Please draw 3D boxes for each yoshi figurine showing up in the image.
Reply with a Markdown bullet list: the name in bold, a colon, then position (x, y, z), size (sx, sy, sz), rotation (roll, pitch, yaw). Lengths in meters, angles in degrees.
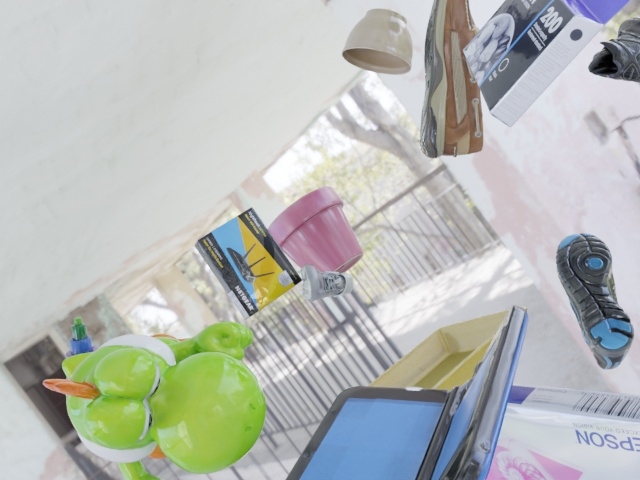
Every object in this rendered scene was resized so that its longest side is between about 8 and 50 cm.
- **yoshi figurine**: position (-0.150, 0.177, 0.720), size (0.203, 0.203, 0.362), rotation (-24, -6, -13)

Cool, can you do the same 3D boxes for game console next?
- **game console**: position (0.083, 0.198, 0.737), size (0.293, 0.173, 0.250), rotation (-47, -21, -56)

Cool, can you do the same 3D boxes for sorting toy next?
- **sorting toy**: position (-0.410, 0.215, 1.252), size (0.127, 0.126, 0.366), rotation (-12, 13, -30)

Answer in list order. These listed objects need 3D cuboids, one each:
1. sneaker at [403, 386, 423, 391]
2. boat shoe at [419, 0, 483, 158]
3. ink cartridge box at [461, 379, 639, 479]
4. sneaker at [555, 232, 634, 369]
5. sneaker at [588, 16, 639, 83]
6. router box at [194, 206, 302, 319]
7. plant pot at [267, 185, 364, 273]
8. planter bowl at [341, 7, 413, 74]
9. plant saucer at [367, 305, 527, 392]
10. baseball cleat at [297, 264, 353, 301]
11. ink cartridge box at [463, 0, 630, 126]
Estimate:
- **sneaker**: position (0.153, 0.328, 1.105), size (0.123, 0.105, 0.290), rotation (3, 13, 27)
- **boat shoe**: position (0.242, -0.302, 1.173), size (0.120, 0.323, 0.122), rotation (3, 5, 3)
- **ink cartridge box**: position (0.381, 0.368, 0.989), size (0.071, 0.330, 0.324), rotation (-30, 13, -37)
- **sneaker**: position (0.620, 0.134, 1.560), size (0.125, 0.139, 0.340), rotation (-8, 50, 13)
- **sneaker**: position (0.657, -0.425, 1.486), size (0.087, 0.130, 0.227), rotation (90, -170, -48)
- **router box**: position (-0.141, 0.044, 1.325), size (0.133, 0.179, 0.046), rotation (-34, -1, -25)
- **plant pot**: position (0.000, 0.000, 1.617), size (0.201, 0.180, 0.201), rotation (-35, -11, -8)
- **planter bowl**: position (0.139, -0.456, 1.534), size (0.162, 0.162, 0.109), rotation (159, 125, -87)
- **plant saucer**: position (0.273, 0.285, 1.498), size (0.333, 0.081, 0.333), rotation (-32, 0, -30)
- **baseball cleat**: position (0.011, 0.079, 1.320), size (0.110, 0.072, 0.206), rotation (-5, -2, -2)
- **ink cartridge box**: position (0.285, -0.280, 0.887), size (0.208, 0.045, 0.206), rotation (-48, 24, 30)
